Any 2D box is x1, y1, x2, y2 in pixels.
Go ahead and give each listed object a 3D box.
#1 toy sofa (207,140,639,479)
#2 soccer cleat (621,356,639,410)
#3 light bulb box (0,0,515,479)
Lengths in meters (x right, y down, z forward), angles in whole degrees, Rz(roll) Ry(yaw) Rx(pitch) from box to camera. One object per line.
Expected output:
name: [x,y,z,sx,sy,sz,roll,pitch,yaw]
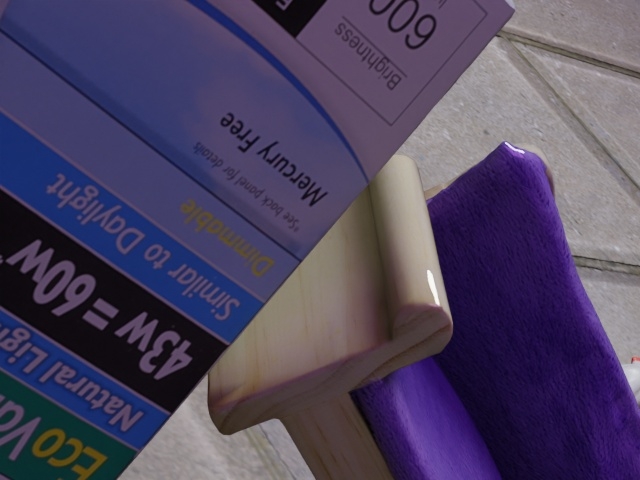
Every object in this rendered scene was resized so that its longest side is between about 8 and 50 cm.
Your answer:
toy sofa: [0.096,0.140,0.861,0.150,0.177,0.363,-93,158,-60]
soccer cleat: [0.217,0.129,1.362,0.196,0.068,0.076,18,46,-33]
light bulb box: [-0.181,-0.096,0.736,0.358,0.361,0.225,37,4,-37]
